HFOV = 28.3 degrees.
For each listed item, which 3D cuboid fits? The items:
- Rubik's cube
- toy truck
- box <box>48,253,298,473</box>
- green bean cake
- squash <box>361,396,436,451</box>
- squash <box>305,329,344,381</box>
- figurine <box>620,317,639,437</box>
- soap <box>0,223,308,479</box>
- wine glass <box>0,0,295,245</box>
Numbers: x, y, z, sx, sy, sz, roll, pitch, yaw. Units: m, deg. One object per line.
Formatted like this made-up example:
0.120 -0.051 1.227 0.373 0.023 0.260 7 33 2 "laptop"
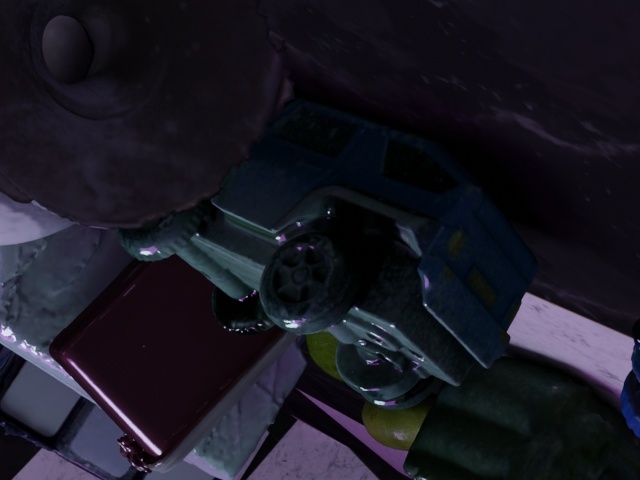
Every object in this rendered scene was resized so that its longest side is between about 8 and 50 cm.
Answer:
-0.282 0.155 1.832 0.362 0.363 0.359 35 167 -18 "Rubik's cube"
0.000 0.000 0.868 0.279 0.156 0.155 24 166 41 "toy truck"
-0.144 0.087 1.356 0.167 0.294 0.193 46 166 -13 "box"
0.206 0.303 1.235 0.300 0.307 0.169 38 167 -34 "green bean cake"
0.115 0.270 1.918 0.094 0.094 0.341 35 170 -12 "squash"
0.058 0.099 1.285 0.107 0.107 0.395 34 169 -9 "squash"
0.237 0.101 0.876 0.136 0.079 0.077 39 -150 -51 "figurine"
-0.231 0.061 1.508 0.446 0.261 0.156 38 168 -22 "soap"
-0.186 -0.109 0.746 0.238 0.238 0.323 39 159 -30 "wine glass"
